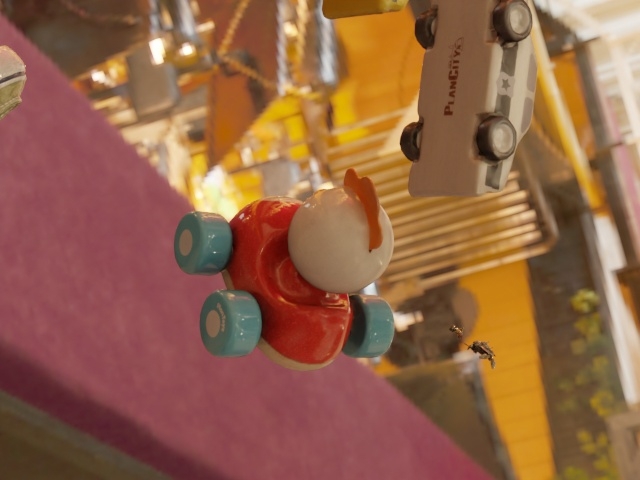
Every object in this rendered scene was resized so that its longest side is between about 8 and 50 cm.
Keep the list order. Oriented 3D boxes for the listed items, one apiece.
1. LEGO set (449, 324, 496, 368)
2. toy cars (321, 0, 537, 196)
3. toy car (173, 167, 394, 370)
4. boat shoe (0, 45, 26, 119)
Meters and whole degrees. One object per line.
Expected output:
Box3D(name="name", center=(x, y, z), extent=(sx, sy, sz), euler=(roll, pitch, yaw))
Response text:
Box3D(name="LEGO set", center=(0.208, 0.136, 1.821), extent=(0.083, 0.023, 0.054), euler=(41, 11, 19))
Box3D(name="toy cars", center=(0.099, -0.202, 1.164), extent=(0.087, 0.176, 0.393), euler=(9, 45, -40))
Box3D(name="toy car", center=(0.000, 0.000, 1.484), extent=(0.219, 0.238, 0.210), euler=(5, 49, -35))
Box3D(name="boat shoe", center=(-0.341, -0.043, 1.105), extent=(0.094, 0.109, 0.302), euler=(48, 62, -7))
